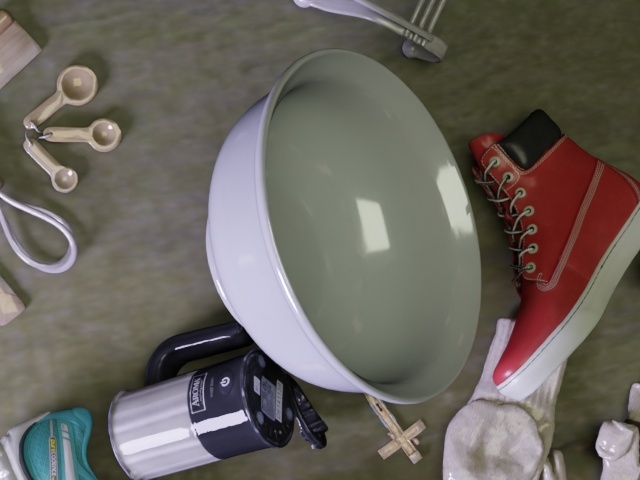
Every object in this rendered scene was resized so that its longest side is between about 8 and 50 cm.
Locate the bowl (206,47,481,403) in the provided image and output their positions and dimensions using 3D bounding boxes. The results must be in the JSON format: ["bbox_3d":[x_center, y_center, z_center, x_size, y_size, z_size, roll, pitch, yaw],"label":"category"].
[{"bbox_3d":[0.000,0.000,1.352,0.298,0.134,0.298,24,59,-47],"label":"bowl"}]

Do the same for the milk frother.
[{"bbox_3d":[-0.081,0.155,1.385,0.134,0.129,0.143,-18,124,24],"label":"milk frother"}]

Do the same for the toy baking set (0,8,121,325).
[{"bbox_3d":[-0.283,-0.068,1.391,0.196,0.030,0.256,21,84,-8],"label":"toy baking set"}]

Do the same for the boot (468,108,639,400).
[{"bbox_3d":[0.173,0.006,1.420,0.176,0.088,0.244,37,63,-5],"label":"boot"}]

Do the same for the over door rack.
[{"bbox_3d":[0.015,-0.329,1.399,0.324,0.108,0.239,27,83,-28],"label":"over door rack"}]

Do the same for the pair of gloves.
[{"bbox_3d":[0.229,0.199,1.455,0.240,0.042,0.204,26,84,-6],"label":"pair of gloves"}]

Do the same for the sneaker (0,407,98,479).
[{"bbox_3d":[-0.173,0.267,1.360,0.110,0.107,0.275,-30,92,-19],"label":"sneaker"}]

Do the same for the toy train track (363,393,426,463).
[{"bbox_3d":[0.063,0.162,1.444,0.048,0.014,0.083,-36,93,-9],"label":"toy train track"}]
